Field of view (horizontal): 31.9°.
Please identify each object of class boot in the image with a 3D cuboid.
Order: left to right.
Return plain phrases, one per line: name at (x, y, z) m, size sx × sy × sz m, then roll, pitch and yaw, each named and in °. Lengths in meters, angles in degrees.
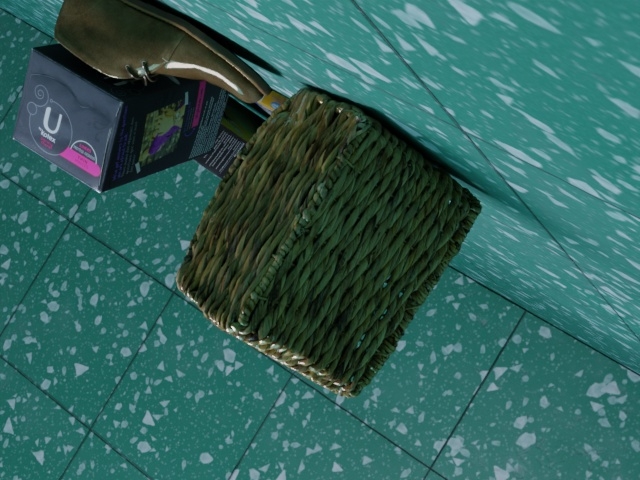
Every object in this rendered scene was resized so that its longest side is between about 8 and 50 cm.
boot at (-0.202, -0.234, 1.424) m, size 0.305 × 0.115 × 0.112 m, roll 30°, pitch 176°, yaw 15°

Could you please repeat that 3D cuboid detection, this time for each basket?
basket at (0.000, 0.000, 1.350) m, size 0.223 × 0.299 × 0.213 m, roll 32°, pitch 179°, yaw -36°

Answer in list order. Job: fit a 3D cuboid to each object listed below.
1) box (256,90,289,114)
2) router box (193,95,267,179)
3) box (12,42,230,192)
box at (-0.045, -0.184, 1.643) m, size 0.081 × 0.028 × 0.136 m, roll 31°, pitch 177°, yaw 27°
router box at (-0.177, -0.190, 1.905) m, size 0.243 × 0.081 × 0.309 m, roll 33°, pitch -168°, yaw -20°
box at (-0.268, -0.190, 1.567) m, size 0.165 × 0.143 × 0.270 m, roll 31°, pitch -152°, yaw 19°
